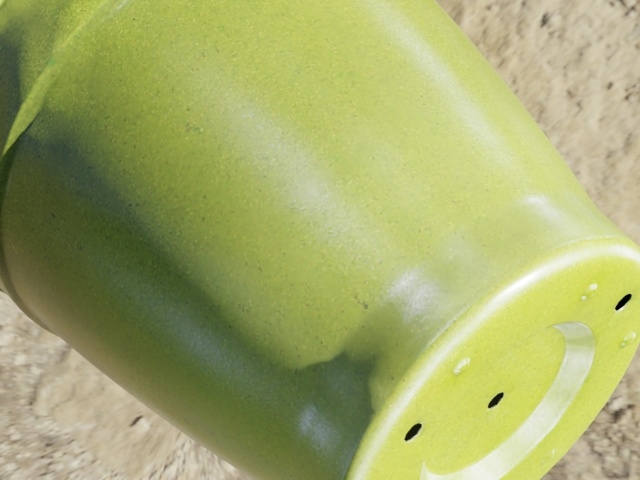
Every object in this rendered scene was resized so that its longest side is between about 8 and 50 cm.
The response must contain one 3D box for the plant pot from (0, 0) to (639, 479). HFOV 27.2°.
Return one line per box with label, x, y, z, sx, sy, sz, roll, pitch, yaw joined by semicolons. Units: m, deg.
plant pot;0.000;0.000;0.831;0.366;0.366;0.353;-40;57;-8
